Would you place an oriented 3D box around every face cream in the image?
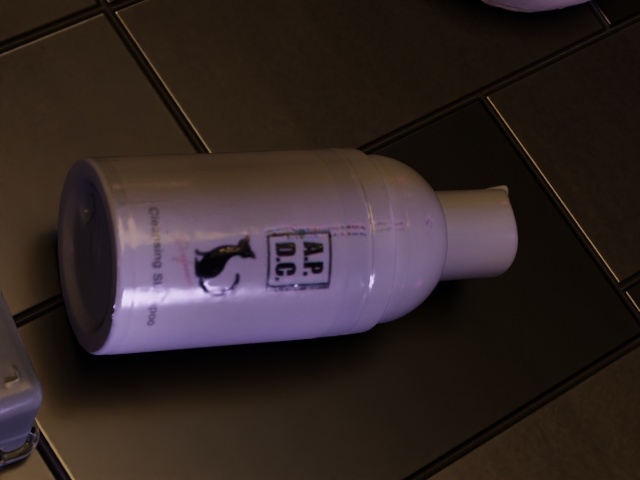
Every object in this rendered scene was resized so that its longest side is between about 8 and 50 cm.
[{"bbox_3d":[0.000,0.000,1.439,0.370,0.145,0.145,-4,66,-24],"label":"face cream"}]

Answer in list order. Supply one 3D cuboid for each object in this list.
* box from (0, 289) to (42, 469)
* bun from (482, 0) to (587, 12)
[{"bbox_3d":[-0.265,0.076,1.317,0.124,0.093,0.172,-18,72,-30],"label":"box"},{"bbox_3d":[0.184,-0.356,1.696,0.299,0.165,0.299,10,60,-17],"label":"bun"}]
